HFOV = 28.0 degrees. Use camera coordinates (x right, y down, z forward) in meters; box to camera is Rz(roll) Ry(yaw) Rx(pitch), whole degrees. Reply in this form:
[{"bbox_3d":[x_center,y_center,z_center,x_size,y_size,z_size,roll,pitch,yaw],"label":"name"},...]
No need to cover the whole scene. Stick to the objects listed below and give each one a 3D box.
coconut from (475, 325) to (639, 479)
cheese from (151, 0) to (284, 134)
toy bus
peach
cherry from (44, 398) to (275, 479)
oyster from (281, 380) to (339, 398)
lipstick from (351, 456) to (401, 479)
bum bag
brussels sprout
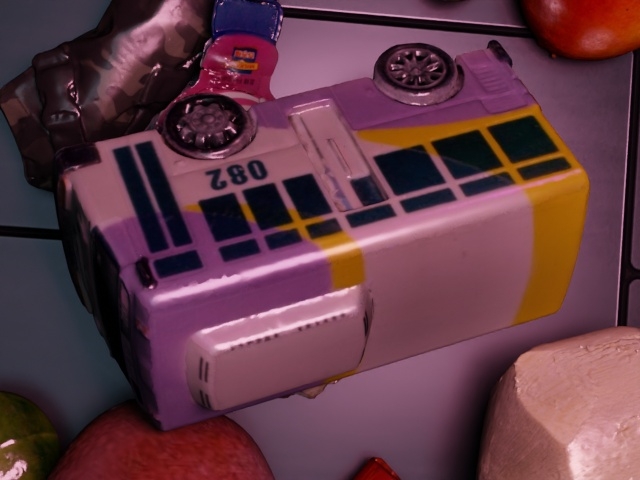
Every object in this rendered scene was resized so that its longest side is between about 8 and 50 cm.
[{"bbox_3d":[0.265,0.212,1.253,0.247,0.245,0.245,-13,90,-12],"label":"coconut"},{"bbox_3d":[-0.091,-0.122,1.281,0.155,0.062,0.244,4,108,-30],"label":"cheese"},{"bbox_3d":[0.000,0.000,1.172,0.440,0.209,0.249,-15,51,-15],"label":"toy bus"},{"bbox_3d":[0.295,-0.294,1.320,0.190,0.226,0.196,-17,52,-37],"label":"peach"},{"bbox_3d":[-0.158,0.281,1.201,0.307,0.221,0.261,-12,95,-50],"label":"cherry"},{"bbox_3d":[-0.043,0.096,1.317,0.166,0.053,0.108,39,96,-11],"label":"oyster"},{"bbox_3d":[-0.013,0.344,1.305,0.073,0.073,0.279,43,86,-3],"label":"lipstick"},{"bbox_3d":[-0.185,-0.190,1.287,0.144,0.095,0.340,42,91,-13],"label":"bum bag"},{"bbox_3d":[-0.327,0.221,1.254,0.155,0.117,0.155,-2,81,14],"label":"brussels sprout"}]
